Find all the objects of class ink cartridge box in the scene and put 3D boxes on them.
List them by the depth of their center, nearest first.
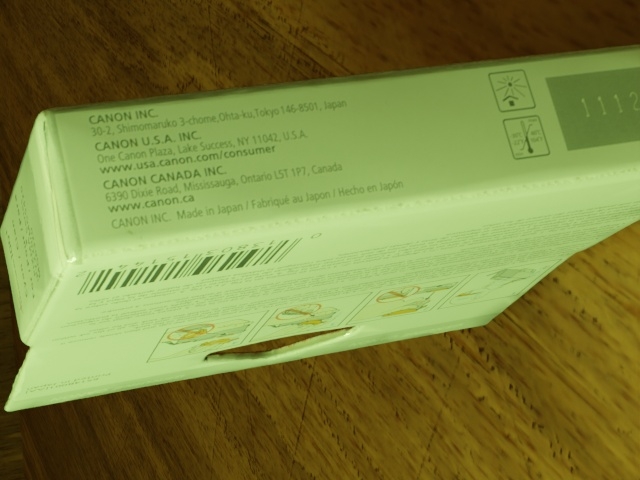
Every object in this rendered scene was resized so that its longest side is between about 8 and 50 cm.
[{"bbox_3d":[0.000,0.000,0.617,0.261,0.296,0.066,135,123,-64],"label":"ink cartridge box"}]
